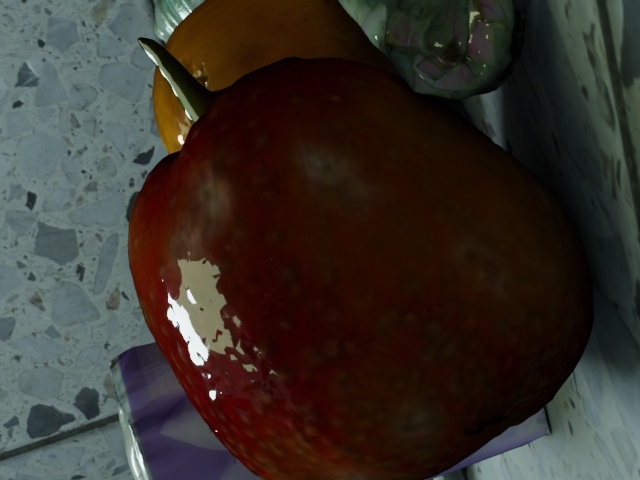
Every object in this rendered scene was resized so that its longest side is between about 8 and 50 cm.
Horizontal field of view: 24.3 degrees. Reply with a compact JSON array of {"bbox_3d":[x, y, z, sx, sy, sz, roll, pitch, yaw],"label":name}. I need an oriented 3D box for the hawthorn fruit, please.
[{"bbox_3d":[0.002,0.001,1.009,0.369,0.285,0.285,45,172,-2],"label":"hawthorn fruit"}]

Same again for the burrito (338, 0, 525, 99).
[{"bbox_3d":[0.067,-0.174,1.044,0.066,0.096,0.309,32,-168,-26],"label":"burrito"}]

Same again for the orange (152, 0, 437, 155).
[{"bbox_3d":[-0.018,-0.089,1.264,0.284,0.226,0.284,61,166,26],"label":"orange"}]

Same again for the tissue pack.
[{"bbox_3d":[-0.006,0.138,1.294,0.242,0.338,0.160,-144,36,-77],"label":"tissue pack"}]

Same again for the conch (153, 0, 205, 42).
[{"bbox_3d":[-0.069,-0.269,1.429,0.195,0.277,0.220,35,-134,-30],"label":"conch"}]
